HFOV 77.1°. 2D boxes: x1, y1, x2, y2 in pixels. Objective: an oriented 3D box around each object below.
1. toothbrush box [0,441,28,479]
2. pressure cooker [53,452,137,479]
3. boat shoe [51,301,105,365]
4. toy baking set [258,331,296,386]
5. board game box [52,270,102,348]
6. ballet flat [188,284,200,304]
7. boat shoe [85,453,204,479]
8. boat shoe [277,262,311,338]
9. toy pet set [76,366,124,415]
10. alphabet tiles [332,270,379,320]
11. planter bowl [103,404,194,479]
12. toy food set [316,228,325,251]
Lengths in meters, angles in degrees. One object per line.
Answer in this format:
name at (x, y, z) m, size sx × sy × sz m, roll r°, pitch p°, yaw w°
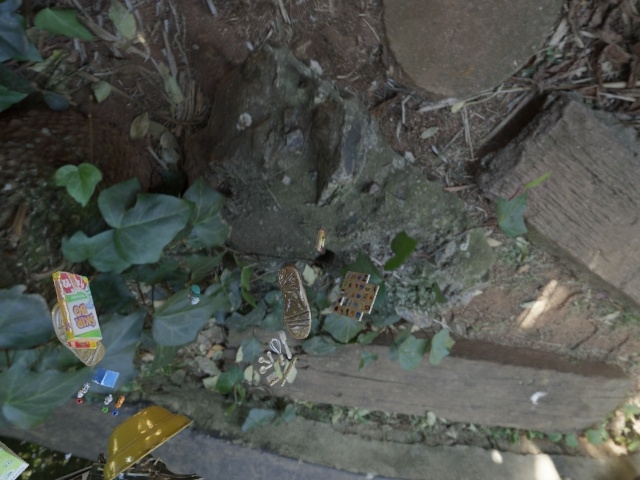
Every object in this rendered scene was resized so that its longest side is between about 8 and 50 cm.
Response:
toothbrush box at (-0.888, 0.534, 1.001) m, size 0.206 × 0.122 × 0.283 m, roll 34°, pitch 139°, yaw 5°
pressure cooker at (-0.763, 0.935, 1.310) m, size 0.420 × 0.375 × 0.370 m, roll -10°, pitch 85°, yaw -28°
boat shoe at (-0.957, 0.355, 1.556) m, size 0.110 × 0.121 × 0.341 m, roll 20°, pitch 132°, yaw 25°
toy baking set at (-0.210, 0.609, 2.053) m, size 0.197 × 0.256 × 0.030 m, roll 47°, pitch 145°, yaw -18°
board game box at (-0.800, 0.230, 1.327) m, size 0.039 × 0.259 × 0.124 m, roll -24°, pitch 162°, yaw 4°
ballet flat at (-0.450, 0.194, 1.422) m, size 0.041 × 0.114 × 0.041 m, roll -5°, pitch 109°, yaw -16°
boat shoe at (-0.478, 0.645, 1.091) m, size 0.335 × 0.119 × 0.121 m, roll -1°, pitch 149°, yaw -3°
boat shoe at (-0.109, 0.265, 1.785) m, size 0.123 × 0.123 × 0.342 m, roll -11°, pitch 104°, yaw 9°
toy pet set at (-0.632, 0.436, 1.169) m, size 0.122 × 0.114 × 0.065 m, roll 22°, pitch 157°, yaw -9°
alphabet tiles at (0.152, 0.232, 1.701) m, size 0.009 × 0.237 × 0.198 m, roll 28°, pitch 77°, yaw -30°
planter bowl at (-0.413, 0.448, 0.928) m, size 0.217 × 0.217 × 0.090 m, roll -40°, pitch 79°, yaw 20°
toy food set at (0.000, 0.000, 1.460) m, size 0.020 × 0.083 × 0.083 m, roll 8°, pitch 131°, yaw -10°
